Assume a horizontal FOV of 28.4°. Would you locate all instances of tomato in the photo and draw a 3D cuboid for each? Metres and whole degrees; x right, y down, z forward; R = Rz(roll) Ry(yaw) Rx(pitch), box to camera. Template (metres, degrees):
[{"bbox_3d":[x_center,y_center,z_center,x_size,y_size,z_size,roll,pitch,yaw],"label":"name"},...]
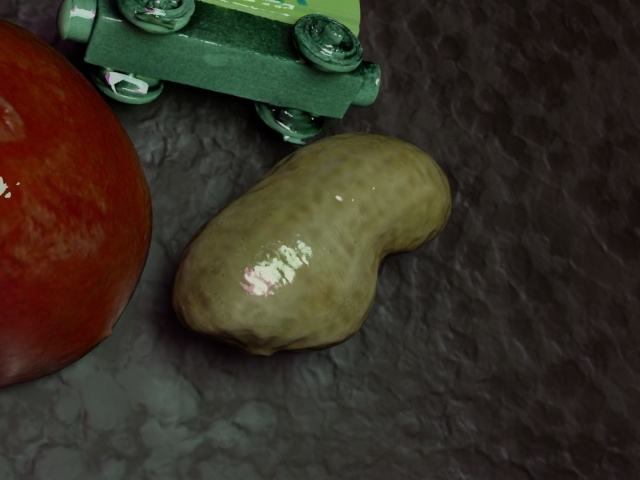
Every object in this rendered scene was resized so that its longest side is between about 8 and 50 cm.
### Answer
[{"bbox_3d":[-0.246,-0.037,0.841,0.309,0.170,0.309,5,75,-18],"label":"tomato"}]

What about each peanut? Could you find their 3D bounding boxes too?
[{"bbox_3d":[0.000,0.000,0.957,0.253,0.122,0.137,-43,105,-29],"label":"peanut"}]

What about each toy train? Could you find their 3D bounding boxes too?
[{"bbox_3d":[-0.077,-0.172,0.979,0.253,0.105,0.157,9,46,-20],"label":"toy train"}]
